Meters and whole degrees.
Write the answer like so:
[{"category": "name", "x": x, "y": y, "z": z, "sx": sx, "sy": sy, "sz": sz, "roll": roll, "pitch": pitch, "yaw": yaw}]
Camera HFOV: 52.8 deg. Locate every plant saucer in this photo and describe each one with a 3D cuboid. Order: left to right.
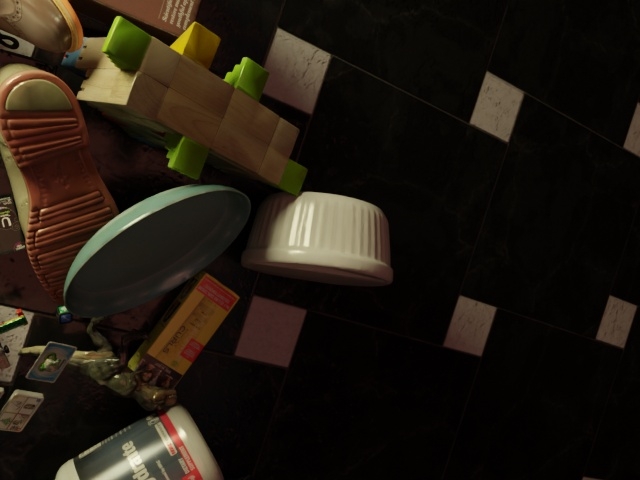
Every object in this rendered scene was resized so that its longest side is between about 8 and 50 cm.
[{"category": "plant saucer", "x": -0.252, "y": 0.010, "z": 0.998, "sx": 0.317, "sy": 0.317, "sz": 0.044, "roll": -30, "pitch": 74, "yaw": -20}]

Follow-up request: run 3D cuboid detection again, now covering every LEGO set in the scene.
[{"category": "LEGO set", "x": -0.488, "y": 0.180, "z": 0.988, "sx": 0.182, "sy": 0.060, "sz": 0.244, "roll": 26, "pitch": 106, "yaw": -45}]

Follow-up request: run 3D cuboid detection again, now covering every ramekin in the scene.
[{"category": "ramekin", "x": 0.000, "y": 0.000, "z": 1.142, "sx": 0.272, "sy": 0.273, "sz": 0.127, "roll": 12, "pitch": 80, "yaw": -28}]

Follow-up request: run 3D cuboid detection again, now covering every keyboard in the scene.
[{"category": "keyboard", "x": -0.497, "y": -0.268, "z": 0.977, "sx": 0.180, "sy": 0.023, "sz": 0.108, "roll": 10, "pitch": 99, "yaw": -29}]

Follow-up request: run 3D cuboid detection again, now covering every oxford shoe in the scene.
[{"category": "oxford shoe", "x": -0.489, "y": -0.334, "z": 0.846, "sx": 0.363, "sy": 0.130, "sz": 0.133, "roll": 29, "pitch": 55, "yaw": 1}, {"category": "oxford shoe", "x": -0.406, "y": -0.079, "z": 0.998, "sx": 0.140, "sy": 0.146, "sz": 0.397, "roll": -17, "pitch": 124, "yaw": -30}]

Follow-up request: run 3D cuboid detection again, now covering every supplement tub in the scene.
[{"category": "supplement tub", "x": -0.315, "y": 0.416, "z": 1.079, "sx": 0.272, "sy": 0.191, "sz": 0.191, "roll": -28, "pitch": 110, "yaw": -21}]

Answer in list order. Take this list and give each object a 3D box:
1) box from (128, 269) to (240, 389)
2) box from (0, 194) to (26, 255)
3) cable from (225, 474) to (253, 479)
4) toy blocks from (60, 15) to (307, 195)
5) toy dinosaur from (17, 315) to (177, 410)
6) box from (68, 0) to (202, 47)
[{"category": "box", "x": -0.249, "y": 0.168, "z": 1.149, "sx": 0.087, "sy": 0.058, "sz": 0.232, "roll": 41, "pitch": 79, "yaw": -25}, {"category": "box", "x": -0.497, "y": -0.022, "z": 0.997, "sx": 0.062, "sy": 0.052, "sz": 0.083, "roll": -15, "pitch": 105, "yaw": -23}, {"category": "cable", "x": -0.172, "y": 0.545, "z": 1.253, "sx": 0.150, "sy": 0.047, "sz": 0.185, "roll": 32, "pitch": 82, "yaw": -27}, {"category": "toy blocks", "x": -0.227, "y": -0.200, "z": 1.001, "sx": 0.381, "sy": 0.261, "sz": 0.191, "roll": 25, "pitch": 84, "yaw": -46}, {"category": "toy dinosaur", "x": -0.350, "y": 0.188, "z": 1.059, "sx": 0.268, "sy": 0.064, "sz": 0.118, "roll": 24, "pitch": 88, "yaw": -5}, {"category": "box", "x": -0.276, "y": -0.394, "z": 0.967, "sx": 0.167, "sy": 0.203, "sz": 0.169, "roll": 17, "pitch": 90, "yaw": -28}]
